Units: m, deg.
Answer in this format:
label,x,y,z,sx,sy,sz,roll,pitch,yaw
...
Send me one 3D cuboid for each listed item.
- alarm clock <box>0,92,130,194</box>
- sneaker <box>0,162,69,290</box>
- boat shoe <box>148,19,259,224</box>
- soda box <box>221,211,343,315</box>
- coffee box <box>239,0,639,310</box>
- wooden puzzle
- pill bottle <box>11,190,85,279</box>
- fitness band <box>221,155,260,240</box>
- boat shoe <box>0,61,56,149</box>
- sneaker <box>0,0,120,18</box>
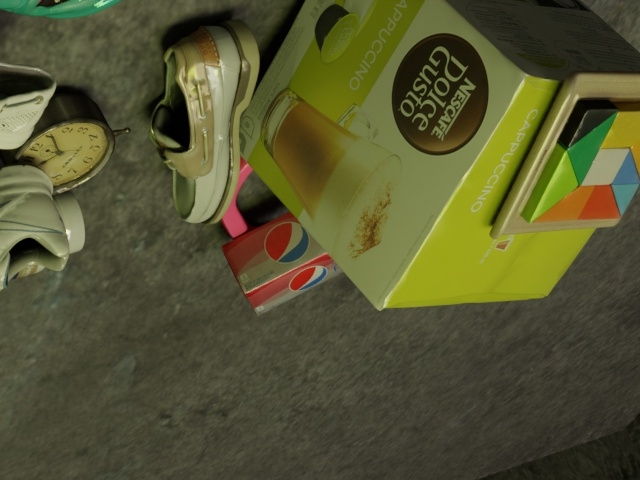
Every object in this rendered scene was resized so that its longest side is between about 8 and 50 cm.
label,x,y,z,sx,sy,sz,roll,pitch,yaw
alarm clock,-0.320,-0.117,1.690,0.129,0.064,0.192,-43,153,22
sneaker,-0.410,0.007,1.591,0.297,0.129,0.111,-19,150,-28
boat shoe,-0.158,-0.137,1.789,0.103,0.113,0.302,-15,138,-28
soda box,0.000,0.000,2.079,0.263,0.092,0.083,-27,152,-2
coffee box,0.166,-0.148,1.798,0.338,0.334,0.337,-1,130,-46
wooden puzzle,0.319,-0.095,1.668,0.239,0.044,0.221,-8,133,-40
pill bottle,-0.385,-0.006,1.756,0.187,0.112,0.112,-15,149,-29
fitness band,-0.046,-0.072,2.065,0.209,0.054,0.291,-30,152,-2
boat shoe,-0.367,-0.153,1.403,0.096,0.098,0.277,-45,160,24
sneaker,-0.214,-0.320,1.396,0.295,0.124,0.178,-42,155,12
